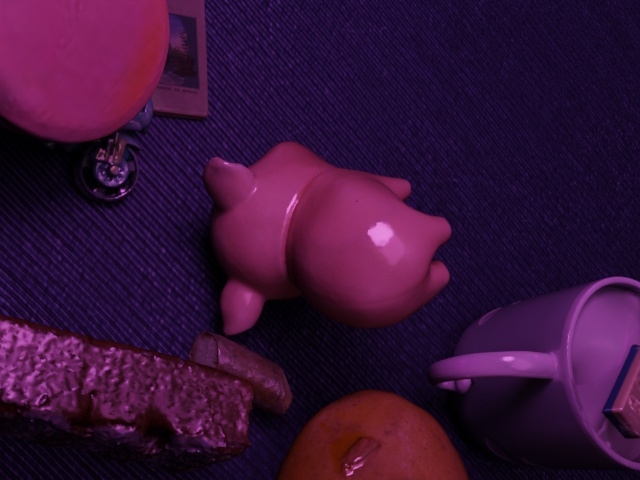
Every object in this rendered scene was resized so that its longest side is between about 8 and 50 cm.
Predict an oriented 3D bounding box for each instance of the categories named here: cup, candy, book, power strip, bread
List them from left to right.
[{"bbox_3d":[-0.290,0.161,0.870,0.417,0.165,0.113,19,61,-26],"label":"bread"},{"bbox_3d":[-0.279,-0.219,0.846,0.255,0.094,0.255,-21,120,-43],"label":"candy"},{"bbox_3d":[-0.257,-0.309,1.111,0.215,0.025,0.282,1,78,-31],"label":"book"},{"bbox_3d":[0.309,0.200,1.172,0.357,0.274,0.259,9,71,-29],"label":"cup"},{"bbox_3d":[0.413,0.193,1.053,0.056,0.032,0.123,48,57,-14],"label":"power strip"}]

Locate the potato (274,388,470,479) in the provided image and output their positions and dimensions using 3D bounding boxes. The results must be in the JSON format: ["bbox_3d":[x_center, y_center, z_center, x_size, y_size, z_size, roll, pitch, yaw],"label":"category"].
[{"bbox_3d":[0.122,0.367,0.987,0.397,0.290,0.296,27,57,8],"label":"potato"}]

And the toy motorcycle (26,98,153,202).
[{"bbox_3d":[-0.304,-0.195,0.975,0.296,0.109,0.198,42,74,-31],"label":"toy motorcycle"}]

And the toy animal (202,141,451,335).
[{"bbox_3d":[0.000,0.000,1.021,0.269,0.326,0.237,-9,112,-18],"label":"toy animal"}]

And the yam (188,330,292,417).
[{"bbox_3d":[-0.098,0.172,1.045,0.146,0.070,0.069,29,63,-21],"label":"yam"}]
